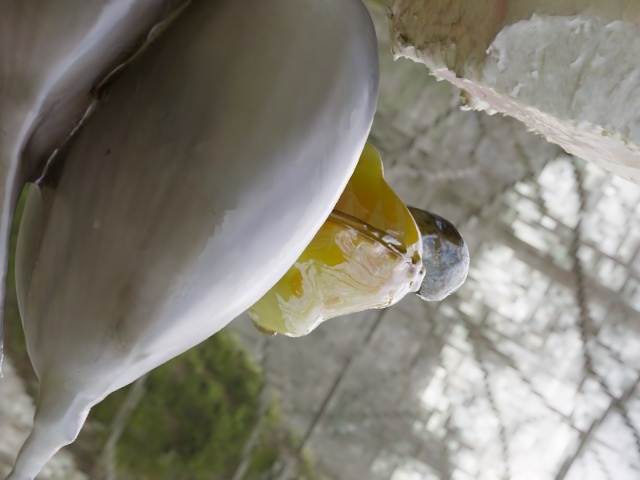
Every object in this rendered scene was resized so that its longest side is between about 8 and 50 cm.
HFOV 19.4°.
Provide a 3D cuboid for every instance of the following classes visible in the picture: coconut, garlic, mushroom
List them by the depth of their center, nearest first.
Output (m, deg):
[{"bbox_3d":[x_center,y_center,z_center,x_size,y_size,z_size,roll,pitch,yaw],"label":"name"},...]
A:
[{"bbox_3d":[-0.114,-0.071,0.961,0.246,0.231,0.340,-24,-145,48],"label":"garlic"},{"bbox_3d":[0.283,-0.222,1.396,0.404,0.405,0.404,-61,180,1],"label":"coconut"},{"bbox_3d":[0.002,0.003,1.808,0.333,0.107,0.087,2,-133,44],"label":"mushroom"}]

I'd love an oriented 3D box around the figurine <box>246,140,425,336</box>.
[{"bbox_3d":[-0.038,-0.019,1.265,0.131,0.246,0.156,36,72,-54],"label":"figurine"}]
